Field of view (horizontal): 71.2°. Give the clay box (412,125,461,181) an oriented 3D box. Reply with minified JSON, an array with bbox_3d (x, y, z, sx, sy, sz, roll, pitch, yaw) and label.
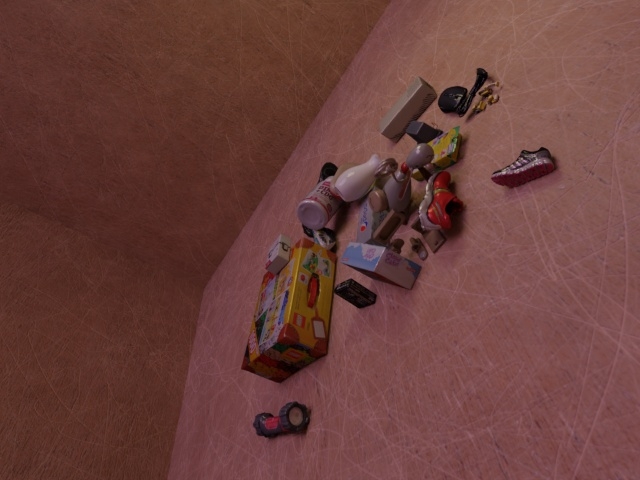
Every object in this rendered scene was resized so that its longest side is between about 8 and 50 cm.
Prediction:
[{"bbox_3d":[0.423,-0.310,1.611,0.222,0.053,0.127,-24,42,56],"label":"clay box"}]

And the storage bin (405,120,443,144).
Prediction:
[{"bbox_3d":[0.403,-0.426,1.750,0.098,0.091,0.135,-58,22,9],"label":"storage bin"}]

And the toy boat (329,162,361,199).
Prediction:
[{"bbox_3d":[0.139,-0.256,2.112,0.151,0.151,0.231,84,-153,-49],"label":"toy boat"}]

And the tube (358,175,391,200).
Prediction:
[{"bbox_3d":[0.232,-0.233,1.955,0.070,0.062,0.240,-21,2,-20],"label":"tube"}]

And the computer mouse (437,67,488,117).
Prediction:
[{"bbox_3d":[0.515,-0.563,1.661,0.184,0.060,0.262,-59,14,17],"label":"computer mouse"}]

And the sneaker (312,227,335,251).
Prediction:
[{"bbox_3d":[0.000,0.000,2.143,0.275,0.107,0.110,-102,27,-67],"label":"sneaker"}]

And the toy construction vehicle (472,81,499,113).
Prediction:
[{"bbox_3d":[0.565,-0.491,1.533,0.098,0.035,0.086,-16,50,62],"label":"toy construction vehicle"}]

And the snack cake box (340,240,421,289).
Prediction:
[{"bbox_3d":[0.194,0.080,1.512,0.089,0.152,0.264,-64,21,-6],"label":"snack cake box"}]

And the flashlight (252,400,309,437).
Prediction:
[{"bbox_3d":[-0.159,0.667,1.664,0.304,0.103,0.103,-34,35,49],"label":"flashlight"}]

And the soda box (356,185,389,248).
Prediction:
[{"bbox_3d":[0.210,-0.073,1.753,0.098,0.091,0.286,-42,28,42],"label":"soda box"}]

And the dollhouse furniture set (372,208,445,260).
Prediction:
[{"bbox_3d":[0.279,-0.009,1.430,0.144,0.151,0.123,-55,22,22],"label":"dollhouse furniture set"}]

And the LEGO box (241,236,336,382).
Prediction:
[{"bbox_3d":[-0.128,0.299,1.926,0.372,0.193,0.500,-44,27,40],"label":"LEGO box"}]

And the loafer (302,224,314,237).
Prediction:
[{"bbox_3d":[-0.054,-0.063,2.401,0.220,0.080,0.078,-110,19,-62],"label":"loafer"}]

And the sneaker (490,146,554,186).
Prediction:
[{"bbox_3d":[0.538,-0.198,1.194,0.170,0.063,0.074,-20,46,54],"label":"sneaker"}]

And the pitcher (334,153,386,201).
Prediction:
[{"bbox_3d":[0.164,-0.247,1.853,0.207,0.125,0.178,-38,-11,-3],"label":"pitcher"}]

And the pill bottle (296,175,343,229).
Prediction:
[{"bbox_3d":[0.017,-0.189,2.158,0.160,0.160,0.283,-40,9,44],"label":"pill bottle"}]

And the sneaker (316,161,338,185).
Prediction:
[{"bbox_3d":[0.017,-0.313,2.496,0.130,0.109,0.286,-39,27,57],"label":"sneaker"}]

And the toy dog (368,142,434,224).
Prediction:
[{"bbox_3d":[0.300,-0.173,1.557,0.220,0.161,0.333,-27,-17,-9],"label":"toy dog"}]

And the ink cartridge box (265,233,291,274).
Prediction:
[{"bbox_3d":[-0.187,0.060,2.004,0.109,0.063,0.150,-48,24,32],"label":"ink cartridge box"}]

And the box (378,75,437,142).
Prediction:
[{"bbox_3d":[0.382,-0.577,1.985,0.275,0.094,0.113,-48,24,33],"label":"box"}]

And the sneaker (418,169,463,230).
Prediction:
[{"bbox_3d":[0.391,-0.121,1.410,0.118,0.107,0.279,3,43,25],"label":"sneaker"}]

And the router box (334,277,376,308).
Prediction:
[{"bbox_3d":[0.122,0.188,1.583,0.092,0.122,0.038,-32,30,53],"label":"router box"}]
